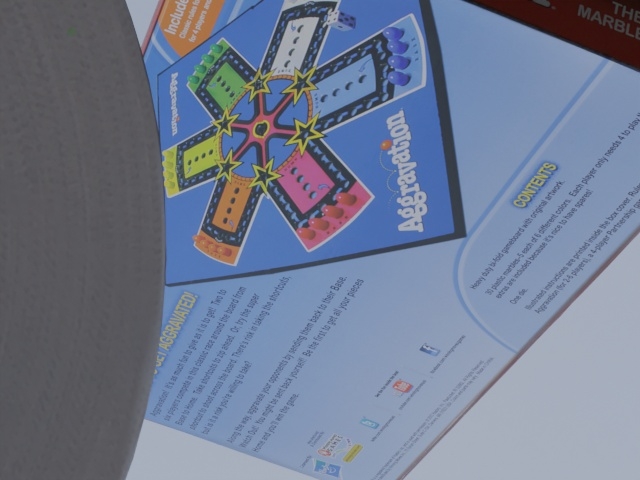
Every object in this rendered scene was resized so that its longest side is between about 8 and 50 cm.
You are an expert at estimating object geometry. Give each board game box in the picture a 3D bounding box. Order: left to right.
[{"bbox_3d":[0.000,0.000,0.536,0.145,0.281,0.027,20,-122,-9],"label":"board game box"}]

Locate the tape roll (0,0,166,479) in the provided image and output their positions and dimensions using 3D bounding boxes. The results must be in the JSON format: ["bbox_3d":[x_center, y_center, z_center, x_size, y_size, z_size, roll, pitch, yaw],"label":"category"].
[{"bbox_3d":[-0.132,0.001,0.278,0.219,0.219,0.072,-29,-159,-37],"label":"tape roll"}]
